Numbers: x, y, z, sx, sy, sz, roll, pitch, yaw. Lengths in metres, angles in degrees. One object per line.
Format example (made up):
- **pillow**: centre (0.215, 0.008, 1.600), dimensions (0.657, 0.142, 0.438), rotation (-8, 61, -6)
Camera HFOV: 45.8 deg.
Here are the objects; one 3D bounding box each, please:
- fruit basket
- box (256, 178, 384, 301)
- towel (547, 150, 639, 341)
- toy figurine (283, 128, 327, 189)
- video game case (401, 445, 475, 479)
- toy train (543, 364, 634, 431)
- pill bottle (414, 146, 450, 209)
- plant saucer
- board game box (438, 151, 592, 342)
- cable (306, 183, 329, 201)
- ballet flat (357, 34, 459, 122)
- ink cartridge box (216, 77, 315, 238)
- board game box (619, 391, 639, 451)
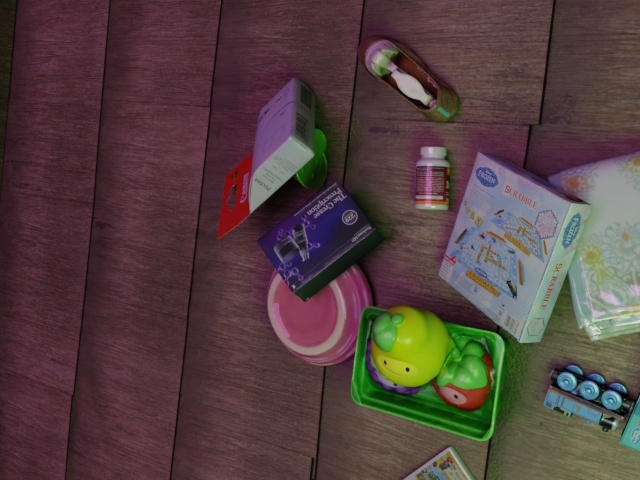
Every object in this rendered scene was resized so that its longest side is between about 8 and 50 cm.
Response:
- **fruit basket**: centre (0.225, 0.279, 1.716), dimensions (0.392, 0.392, 0.283), rotation (9, 95, 33)
- **box**: centre (0.000, 0.000, 1.923), dimensions (0.261, 0.103, 0.184), rotation (-38, 67, 3)
- **towel**: centre (0.659, -0.001, 1.554), dimensions (0.320, 0.090, 0.375), rotation (-13, 72, 19)
- **toy figurine**: centre (-0.076, -0.216, 2.076), dimensions (0.159, 0.130, 0.173), rotation (-4, 66, 42)
- **video game case**: centre (0.311, 0.654, 1.858), dimensions (0.206, 0.026, 0.227), rotation (-44, 67, 25)
- **toy train**: centre (0.584, 0.346, 1.655), dimensions (0.184, 0.080, 0.105), rotation (21, 110, 29)
- **pill bottle**: centre (0.274, -0.150, 1.850), dimensions (0.086, 0.086, 0.152), rotation (3, 92, 33)
- **plant saucer**: centre (-0.019, 0.176, 2.025), dimensions (0.332, 0.084, 0.332), rotation (4, 98, 34)
- **board game box**: centre (0.413, 0.007, 1.667), dimensions (0.319, 0.065, 0.318), rotation (45, 126, 53)
- **cable**: centre (0.020, -0.049, 2.037), dimensions (0.150, 0.047, 0.185), rotation (-34, 72, 28)
- **ballet flat**: centre (0.197, -0.413, 1.879), dimensions (0.342, 0.124, 0.116), rotation (48, 113, 24)
- **ink cartridge box**: centre (-0.172, -0.222, 2.038), dimensions (0.385, 0.091, 0.308), rotation (-38, 31, 27)
- **board game box**: centre (0.799, 0.352, 1.478), dimensions (0.336, 0.079, 0.254), rotation (23, 107, 23)
